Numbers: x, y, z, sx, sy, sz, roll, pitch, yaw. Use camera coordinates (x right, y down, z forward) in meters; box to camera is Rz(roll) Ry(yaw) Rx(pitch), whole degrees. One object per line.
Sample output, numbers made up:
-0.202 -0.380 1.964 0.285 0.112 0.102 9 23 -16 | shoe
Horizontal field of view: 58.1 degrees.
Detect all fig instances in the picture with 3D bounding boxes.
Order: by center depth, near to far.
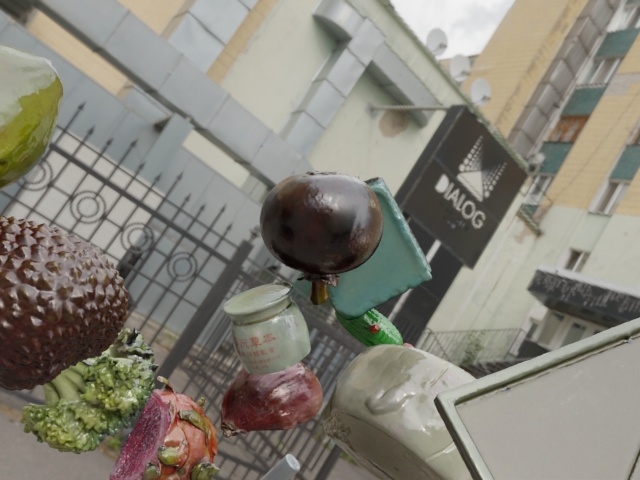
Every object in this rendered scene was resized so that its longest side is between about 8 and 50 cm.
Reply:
-0.520 -0.195 0.871 0.239 0.271 0.239 45 -18 19 | fig

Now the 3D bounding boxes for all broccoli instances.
-0.590 0.338 1.424 0.293 0.348 0.281 48 -10 51 | broccoli

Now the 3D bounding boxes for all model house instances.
0.088 -0.002 1.317 0.280 0.230 0.249 62 5 -8 | model house

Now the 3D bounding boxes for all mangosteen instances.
0.000 0.000 1.082 0.235 0.261 0.235 2 10 0 | mangosteen

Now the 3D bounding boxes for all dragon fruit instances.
-0.174 0.253 0.693 0.096 0.147 0.102 1 -34 44 | dragon fruit

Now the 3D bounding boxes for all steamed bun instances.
0.168 0.334 1.148 0.383 0.247 0.236 14 -42 45 | steamed bun

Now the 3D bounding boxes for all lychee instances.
-0.432 0.080 0.852 0.271 0.271 0.271 32 -8 5 | lychee

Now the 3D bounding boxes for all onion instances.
-0.132 0.369 1.397 0.227 0.283 0.120 15 -61 35 | onion

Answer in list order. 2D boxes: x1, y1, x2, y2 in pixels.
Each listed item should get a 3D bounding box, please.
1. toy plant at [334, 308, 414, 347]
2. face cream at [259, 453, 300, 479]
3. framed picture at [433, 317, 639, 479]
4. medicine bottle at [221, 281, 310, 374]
0.141 0.232 1.445 0.240 0.088 0.154 39 -9 -16 | toy plant
-0.147 0.694 1.638 0.057 0.198 0.084 48 4 17 | face cream
0.285 0.189 0.488 0.020 0.324 0.240 106 -37 -53 | framed picture
-0.103 0.166 1.118 0.147 0.147 0.143 15 -55 65 | medicine bottle
